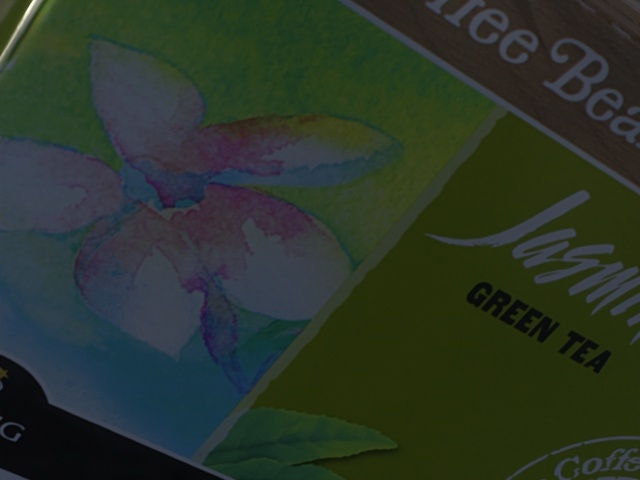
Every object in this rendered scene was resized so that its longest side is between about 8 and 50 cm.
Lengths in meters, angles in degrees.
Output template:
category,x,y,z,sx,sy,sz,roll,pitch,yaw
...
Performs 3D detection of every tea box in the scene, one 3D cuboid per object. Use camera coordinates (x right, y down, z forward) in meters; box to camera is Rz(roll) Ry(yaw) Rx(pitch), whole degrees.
category,x,y,z,sx,sy,sz,roll,pitch,yaw
tea box,0.000,0.000,0.495,0.323,0.329,0.220,-51,26,24
